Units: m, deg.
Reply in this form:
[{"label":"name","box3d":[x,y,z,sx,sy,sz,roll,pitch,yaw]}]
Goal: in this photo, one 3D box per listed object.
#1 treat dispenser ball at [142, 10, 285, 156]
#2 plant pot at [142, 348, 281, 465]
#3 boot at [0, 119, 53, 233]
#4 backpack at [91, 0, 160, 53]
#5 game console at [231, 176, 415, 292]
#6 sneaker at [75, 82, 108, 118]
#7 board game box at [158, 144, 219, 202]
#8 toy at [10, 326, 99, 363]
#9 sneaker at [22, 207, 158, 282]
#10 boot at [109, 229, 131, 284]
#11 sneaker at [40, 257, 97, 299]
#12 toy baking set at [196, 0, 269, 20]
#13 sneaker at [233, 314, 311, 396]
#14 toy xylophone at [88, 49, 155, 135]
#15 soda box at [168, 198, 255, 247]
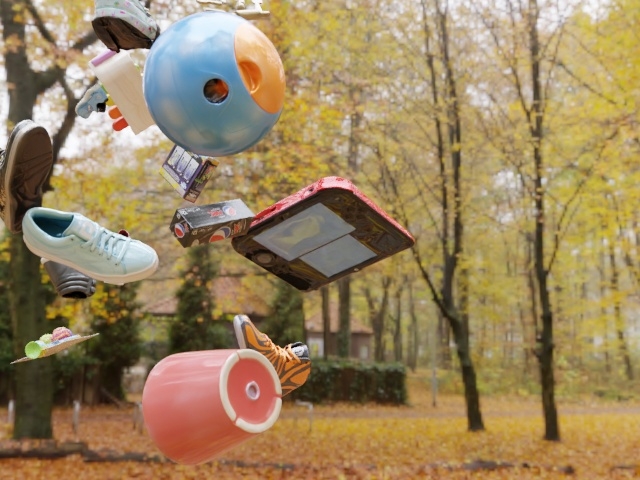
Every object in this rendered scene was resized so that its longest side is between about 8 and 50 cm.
[{"label":"treat dispenser ball","box3d":[-0.213,-0.313,1.519,0.288,0.288,0.288,1,-9,0]},{"label":"plant pot","box3d":[-0.241,0.378,1.780,0.243,0.275,0.275,-23,-22,37]},{"label":"boot","box3d":[-0.856,-0.224,1.981,0.138,0.284,0.377,-41,-14,-41]},{"label":"backpack","box3d":[-0.520,-0.575,1.970,0.151,0.115,0.182,-6,-14,18]},{"label":"game console","box3d":[0.000,0.000,1.948,0.386,0.060,0.342,-25,-46,31]},{"label":"sneaker","box3d":[-0.699,-0.411,2.310,0.162,0.073,0.063,-32,12,51]},{"label":"board game box","box3d":[-0.376,-0.208,2.142,0.048,0.141,0.170,22,16,-46]},{"label":"toy","box3d":[-0.692,0.262,1.957,0.136,0.056,0.237,-23,-1,7]},{"label":"sneaker","box3d":[-0.607,0.007,1.967,0.365,0.135,0.150,13,-30,-4]},{"label":"boot","box3d":[-0.672,0.051,2.536,0.088,0.176,0.244,11,0,-12]},{"label":"sneaker","box3d":[-0.683,0.099,2.275,0.295,0.147,0.104,-11,-12,-40]},{"label":"toy baking set","box3d":[-0.249,-0.702,2.226,0.256,0.030,0.197,-15,47,-37]},{"label":"sneaker","box3d":[-0.134,0.319,2.199,0.180,0.321,0.125,-22,36,-4]},{"label":"toy xylophone","box3d":[-0.570,-0.470,2.352,0.236,0.081,0.323,-30,-37,-15]},{"label":"soda box","box3d":[-0.211,-0.035,1.479,0.168,0.060,0.053,-14,-37,-48]}]
